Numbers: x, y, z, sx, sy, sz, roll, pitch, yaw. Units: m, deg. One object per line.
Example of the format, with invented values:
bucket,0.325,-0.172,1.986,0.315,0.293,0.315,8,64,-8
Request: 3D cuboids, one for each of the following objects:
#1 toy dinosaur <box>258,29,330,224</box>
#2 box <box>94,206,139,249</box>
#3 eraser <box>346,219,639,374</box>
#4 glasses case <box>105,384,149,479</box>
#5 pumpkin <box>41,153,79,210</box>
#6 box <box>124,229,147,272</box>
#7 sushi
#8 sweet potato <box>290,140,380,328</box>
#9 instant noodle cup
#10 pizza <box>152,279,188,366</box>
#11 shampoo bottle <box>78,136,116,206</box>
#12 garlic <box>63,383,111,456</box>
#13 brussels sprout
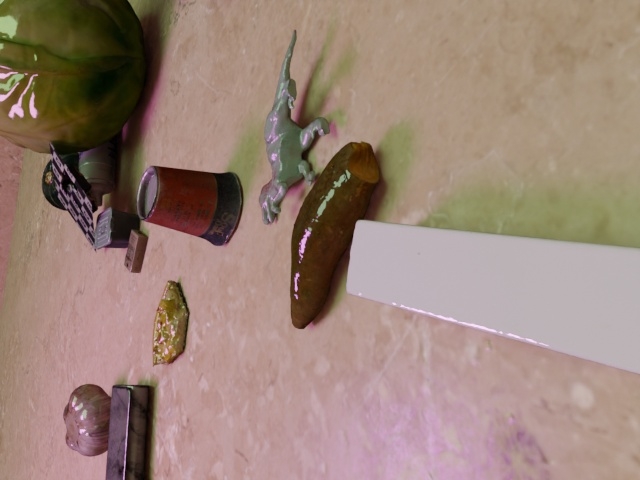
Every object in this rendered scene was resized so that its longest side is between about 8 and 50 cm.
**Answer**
toy dinosaur,-0.050,-0.155,0.813,0.167,0.053,0.242,-19,76,59
box,-0.458,-0.024,1.346,0.122,0.069,0.084,-13,74,53
eraser,0.143,0.034,0.484,0.298,0.078,0.076,10,91,55
glasses case,-0.371,0.427,1.132,0.114,0.060,0.300,-16,69,52
pumpkin,-0.704,-0.166,1.672,0.167,0.125,0.167,-21,62,45
box,-0.400,0.023,1.294,0.053,0.024,0.083,26,103,54
sushi,-0.568,-0.108,1.416,0.193,0.043,0.279,52,152,10
sweet potato,0.000,0.000,0.694,0.077,0.077,0.244,47,119,48
instant noodle cup,-0.213,-0.063,0.952,0.127,0.135,0.127,-19,67,51
pizza,-0.277,0.154,1.081,0.099,0.035,0.160,7,88,55
shampoo bottle,-0.569,-0.228,1.526,0.092,0.092,0.304,-27,61,49
garlic,-0.480,0.378,1.264,0.147,0.102,0.159,24,115,40
brussels sprout,-0.583,-0.398,1.354,0.360,0.342,0.426,25,88,18
